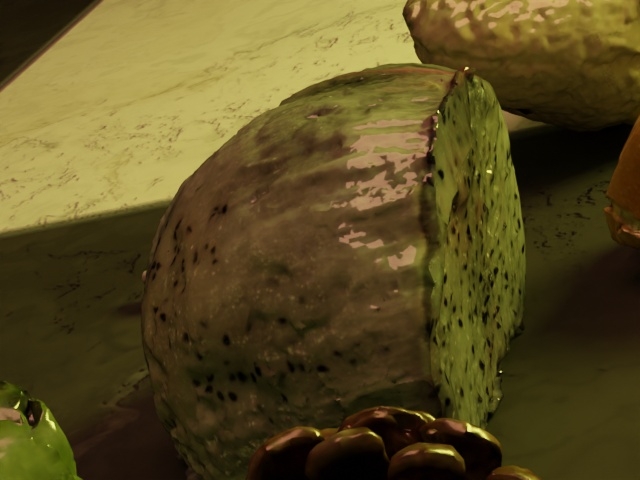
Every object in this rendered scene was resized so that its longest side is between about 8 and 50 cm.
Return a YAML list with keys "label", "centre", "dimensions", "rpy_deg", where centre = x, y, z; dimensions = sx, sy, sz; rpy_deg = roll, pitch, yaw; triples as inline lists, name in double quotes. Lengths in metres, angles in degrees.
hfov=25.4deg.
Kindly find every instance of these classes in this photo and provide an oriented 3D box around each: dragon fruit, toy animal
- label: "dragon fruit"
  centre: [0.000, 0.010, 0.849]
  dimensions: [0.221, 0.204, 0.283]
  rpy_deg: [-8, 23, 22]
- label: "toy animal"
  centre: [0.239, -0.192, 1.190]
  dimensions: [0.226, 0.188, 0.358]
  rpy_deg: [14, 34, 33]

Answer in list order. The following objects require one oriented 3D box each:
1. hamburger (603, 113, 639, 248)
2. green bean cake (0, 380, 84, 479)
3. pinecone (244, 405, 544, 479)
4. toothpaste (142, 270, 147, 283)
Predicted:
- label: "hamburger"
  centre: [0.315, -0.074, 0.893]
  dimensions: [0.283, 0.156, 0.144]
  rpy_deg: [-10, 23, 10]
- label: "green bean cake"
  centre: [-0.162, 0.165, 0.585]
  dimensions: [0.214, 0.200, 0.113]
  rpy_deg: [-8, 18, 47]
- label: "pinecone"
  centre: [0.026, 0.150, 0.513]
  dimensions: [0.150, 0.179, 0.195]
  rpy_deg: [-25, -2, -20]
- label: "toothpaste"
  centre: [-0.063, 0.030, 1.081]
  dimensions: [0.170, 0.028, 0.045]
  rpy_deg: [0, 33, 28]
